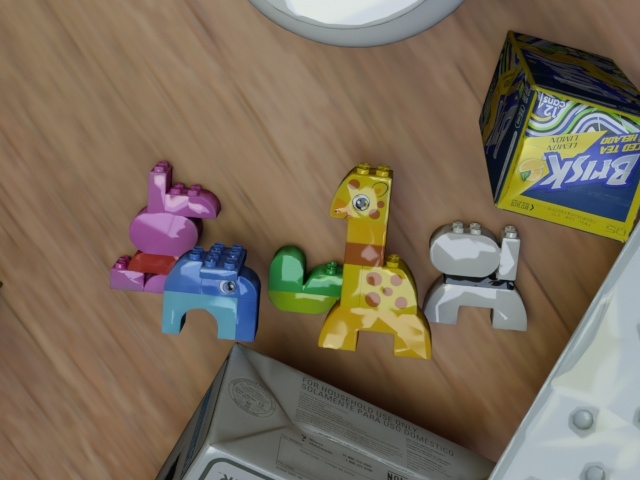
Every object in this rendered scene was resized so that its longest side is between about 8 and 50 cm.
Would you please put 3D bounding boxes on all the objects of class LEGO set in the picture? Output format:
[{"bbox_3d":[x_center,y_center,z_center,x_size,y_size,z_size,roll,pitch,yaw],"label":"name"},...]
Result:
[{"bbox_3d":[0.000,0.000,0.650,0.227,0.087,0.093,6,107,2],"label":"LEGO set"}]

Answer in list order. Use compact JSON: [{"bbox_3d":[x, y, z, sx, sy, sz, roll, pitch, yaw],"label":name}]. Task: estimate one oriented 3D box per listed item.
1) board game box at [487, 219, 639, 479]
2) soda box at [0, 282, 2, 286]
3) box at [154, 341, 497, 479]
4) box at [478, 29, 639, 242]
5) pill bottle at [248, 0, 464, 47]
[{"bbox_3d":[0.337,0.054,0.574,0.390,0.050,0.390,30,94,10],"label":"board game box"},{"bbox_3d":[-0.226,0.051,0.635,0.058,0.181,0.061,43,104,-7],"label":"soda box"},{"bbox_3d":[-0.041,0.213,0.678,0.169,0.087,0.290,25,118,-9],"label":"box"},{"bbox_3d":[0.110,-0.053,0.582,0.059,0.169,0.054,16,107,0],"label":"box"},{"bbox_3d":[0.018,-0.147,0.539,0.121,0.216,0.121,1,106,5],"label":"pill bottle"}]
